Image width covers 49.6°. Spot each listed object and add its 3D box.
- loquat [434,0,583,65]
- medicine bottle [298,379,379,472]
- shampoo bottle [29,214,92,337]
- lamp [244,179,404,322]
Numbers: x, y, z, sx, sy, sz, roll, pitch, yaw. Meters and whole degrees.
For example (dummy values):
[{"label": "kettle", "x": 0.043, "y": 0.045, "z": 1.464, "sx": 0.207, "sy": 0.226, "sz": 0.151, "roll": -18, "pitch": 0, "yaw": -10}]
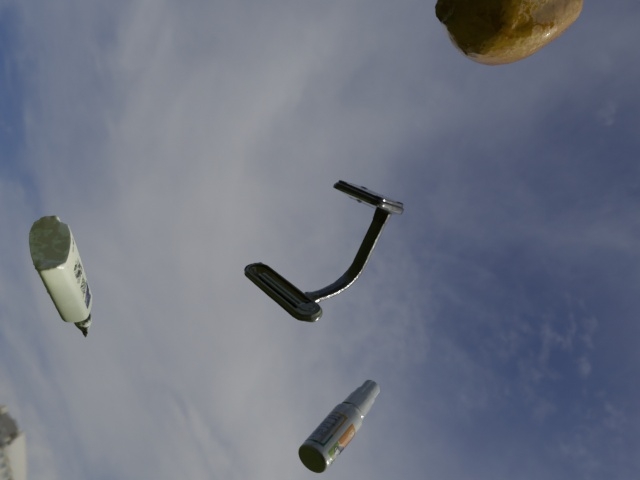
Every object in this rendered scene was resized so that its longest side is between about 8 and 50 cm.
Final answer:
[{"label": "loquat", "x": 0.259, "y": -0.340, "z": 0.942, "sx": 0.176, "sy": 0.234, "sz": 0.187, "roll": 48, "pitch": -23, "yaw": 44}, {"label": "medicine bottle", "x": 0.042, "y": 0.342, "z": 1.268, "sx": 0.061, "sy": 0.220, "sz": 0.092, "roll": 22, "pitch": -54, "yaw": 24}, {"label": "shampoo bottle", "x": -0.212, "y": 0.038, "z": 0.581, "sx": 0.141, "sy": 0.034, "sz": 0.049, "roll": 101, "pitch": -33, "yaw": -57}, {"label": "lamp", "x": 0.002, "y": 0.004, "z": 1.284, "sx": 0.203, "sy": 0.283, "sz": 0.124, "roll": 30, "pitch": -6, "yaw": 31}]
